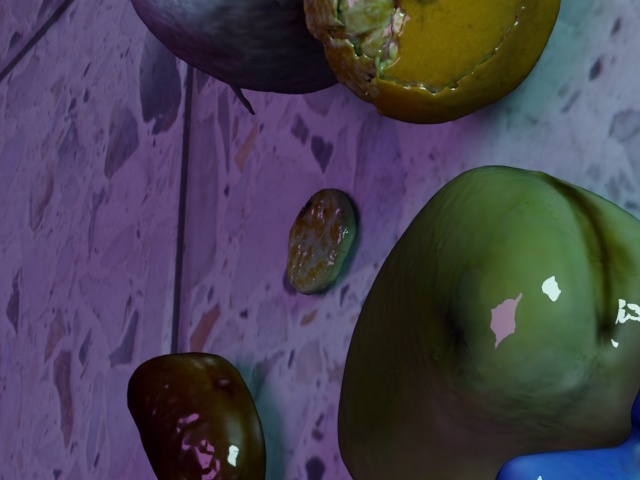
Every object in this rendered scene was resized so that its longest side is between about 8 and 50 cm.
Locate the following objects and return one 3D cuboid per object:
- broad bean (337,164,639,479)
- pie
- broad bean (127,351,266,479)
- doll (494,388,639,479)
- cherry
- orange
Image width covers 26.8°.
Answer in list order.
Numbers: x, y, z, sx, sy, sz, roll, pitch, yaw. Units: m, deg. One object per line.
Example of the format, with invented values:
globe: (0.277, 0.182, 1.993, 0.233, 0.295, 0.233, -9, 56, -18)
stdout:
broad bean: (0.077, 0.054, 0.718, 0.263, 0.121, 0.189, -34, 48, 54)
pie: (0.000, 0.000, 0.974, 0.085, 0.017, 0.085, -32, 51, 52)
broad bean: (-0.091, 0.150, 1.017, 0.114, 0.084, 0.165, 106, 148, -41)
doll: (0.210, 0.129, 0.426, 0.376, 0.187, 0.365, -46, 43, 1)
cherry: (-0.026, -0.198, 0.909, 0.183, 0.213, 0.266, 39, 111, 10)
orange: (0.066, -0.147, 0.791, 0.134, 0.156, 0.156, -23, -48, -74)
